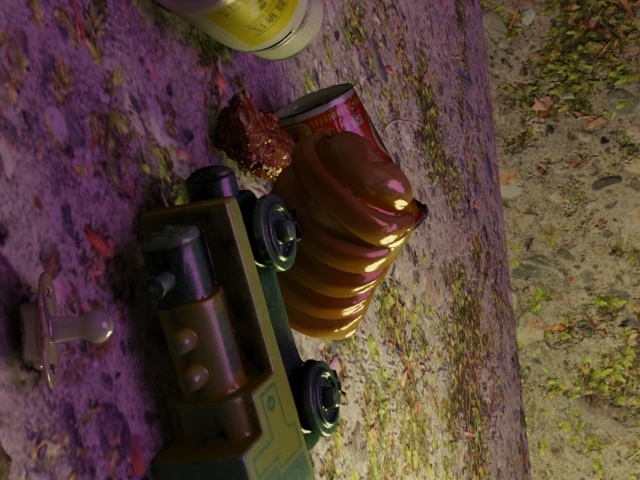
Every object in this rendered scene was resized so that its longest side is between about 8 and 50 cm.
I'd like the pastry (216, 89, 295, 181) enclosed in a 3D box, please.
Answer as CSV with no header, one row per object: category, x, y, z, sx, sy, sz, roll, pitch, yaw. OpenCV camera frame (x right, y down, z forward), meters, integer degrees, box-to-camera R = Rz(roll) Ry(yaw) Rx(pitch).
pastry,-0.085,-0.122,1.418,0.169,0.063,0.087,35,40,-57

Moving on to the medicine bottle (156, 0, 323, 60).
medicine bottle,-0.097,-0.304,1.332,0.258,0.143,0.143,16,67,-70

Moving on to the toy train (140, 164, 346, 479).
toy train,-0.098,0.112,1.169,0.237,0.150,0.369,-39,117,-61

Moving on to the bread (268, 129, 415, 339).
bread,0.000,0.000,1.314,0.121,0.173,0.311,-38,163,-33

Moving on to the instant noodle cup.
instant noodle cup,0.027,-0.099,1.558,0.212,0.193,0.193,67,23,-15

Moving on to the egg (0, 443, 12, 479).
egg,-0.263,0.161,0.654,0.164,0.164,0.202,31,52,-65

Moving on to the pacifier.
pacifier,-0.214,0.075,0.949,0.081,0.078,0.099,95,-12,-82
